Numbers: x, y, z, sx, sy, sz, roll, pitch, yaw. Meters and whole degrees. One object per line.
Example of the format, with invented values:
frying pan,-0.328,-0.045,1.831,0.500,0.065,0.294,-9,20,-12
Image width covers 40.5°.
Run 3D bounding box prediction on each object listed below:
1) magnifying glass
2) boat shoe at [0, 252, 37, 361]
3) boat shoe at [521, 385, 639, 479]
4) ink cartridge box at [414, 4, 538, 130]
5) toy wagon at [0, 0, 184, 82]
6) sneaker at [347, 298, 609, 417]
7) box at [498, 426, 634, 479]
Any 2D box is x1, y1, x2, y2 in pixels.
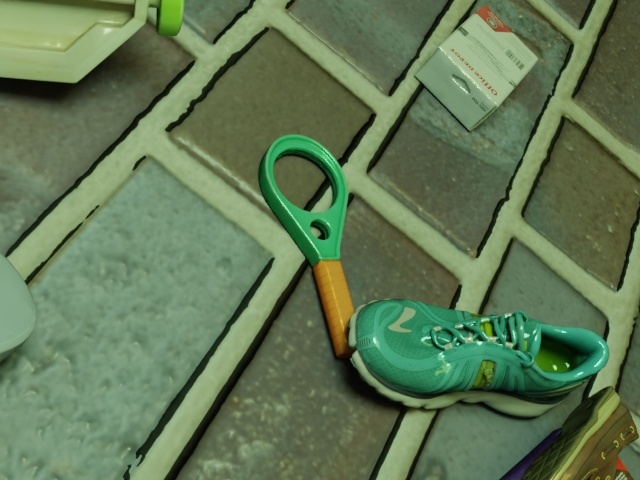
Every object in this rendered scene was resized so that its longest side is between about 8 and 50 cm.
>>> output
magnifying glass,0.000,0.000,0.831,0.092,0.026,0.231,0,65,-32
boat shoe,-0.348,0.062,0.512,0.136,0.156,0.367,59,21,16
boat shoe,0.233,0.196,0.764,0.060,0.064,0.178,50,46,9
ink cartridge box,0.190,-0.210,1.050,0.099,0.056,0.135,46,49,-1
toy wagon,-0.233,-0.299,0.670,0.267,0.345,0.068,2,22,-17
sneaker,0.149,0.096,0.811,0.275,0.110,0.107,10,59,-28
box,0.203,0.311,0.757,0.293,0.057,0.201,-26,79,-39
